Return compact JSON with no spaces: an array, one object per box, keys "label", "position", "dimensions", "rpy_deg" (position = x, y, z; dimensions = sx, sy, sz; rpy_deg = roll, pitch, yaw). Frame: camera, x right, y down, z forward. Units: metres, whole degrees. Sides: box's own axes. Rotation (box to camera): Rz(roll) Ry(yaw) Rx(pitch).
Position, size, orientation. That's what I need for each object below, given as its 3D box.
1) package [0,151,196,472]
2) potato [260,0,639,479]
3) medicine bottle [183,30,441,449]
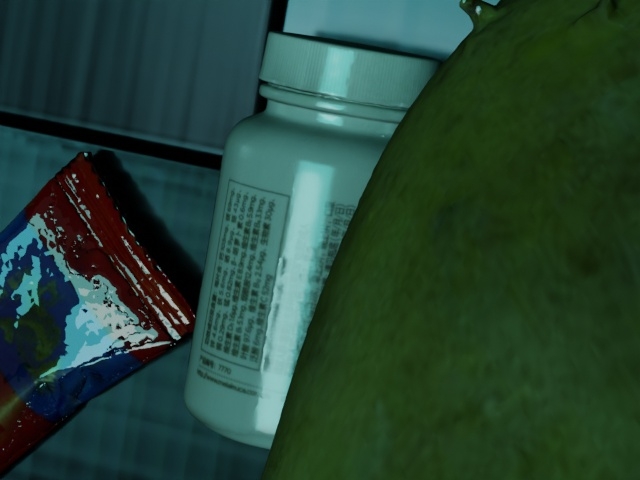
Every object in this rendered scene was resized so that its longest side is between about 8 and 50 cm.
[{"label":"package","position":[-0.140,0.056,0.764],"dimensions":[0.200,0.022,0.083],"rpy_deg":[-38,82,18]},{"label":"potato","position":[0.114,0.084,0.570],"dimensions":[0.270,0.219,0.359],"rpy_deg":[10,79,14]},{"label":"medicine bottle","position":[0.000,0.000,0.684],"dimensions":[0.079,0.079,0.140],"rpy_deg":[12,98,17]}]
